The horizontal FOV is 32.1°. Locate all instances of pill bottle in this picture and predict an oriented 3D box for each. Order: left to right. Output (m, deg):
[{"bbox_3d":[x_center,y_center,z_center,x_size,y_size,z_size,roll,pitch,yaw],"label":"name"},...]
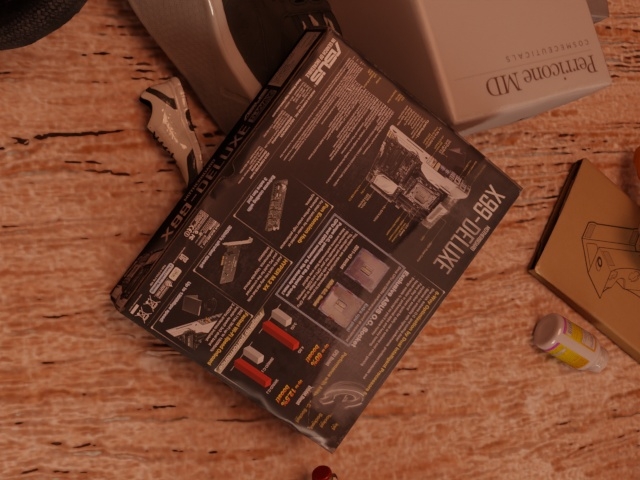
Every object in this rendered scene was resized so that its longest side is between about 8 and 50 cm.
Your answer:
[{"bbox_3d":[0.280,0.116,1.234,0.083,0.043,0.043,30,66,-22],"label":"pill bottle"}]

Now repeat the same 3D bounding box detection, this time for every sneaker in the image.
[{"bbox_3d":[-0.138,-0.096,1.040,0.044,0.040,0.109,-17,85,-16],"label":"sneaker"},{"bbox_3d":[-0.079,-0.228,1.042,0.147,0.105,0.295,-53,126,-32],"label":"sneaker"}]

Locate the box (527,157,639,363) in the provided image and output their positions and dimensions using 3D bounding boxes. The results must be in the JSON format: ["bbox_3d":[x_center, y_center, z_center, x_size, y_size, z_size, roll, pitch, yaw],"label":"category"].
[{"bbox_3d":[0.345,0.026,1.306,0.201,0.021,0.164,38,63,-19],"label":"box"}]

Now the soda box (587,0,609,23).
[{"bbox_3d":[0.255,-0.384,1.299,0.098,0.091,0.286,0,80,-31],"label":"soda box"}]

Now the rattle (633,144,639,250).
[{"bbox_3d":[0.442,-0.003,1.340,0.130,0.143,0.200,-48,125,2],"label":"rattle"}]

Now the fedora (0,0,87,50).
[{"bbox_3d":[-0.275,-0.329,0.908,0.334,0.334,0.152,58,28,-8],"label":"fedora"}]

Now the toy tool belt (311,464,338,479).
[{"bbox_3d":[-0.015,0.253,1.033,0.083,0.052,0.051,-41,132,-27],"label":"toy tool belt"}]

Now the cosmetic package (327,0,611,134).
[{"bbox_3d":[0.110,-0.336,1.162,0.230,0.161,0.453,-17,89,-32],"label":"cosmetic package"}]

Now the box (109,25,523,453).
[{"bbox_3d":[0.000,0.000,1.006,0.242,0.076,0.307,36,88,-20],"label":"box"}]
